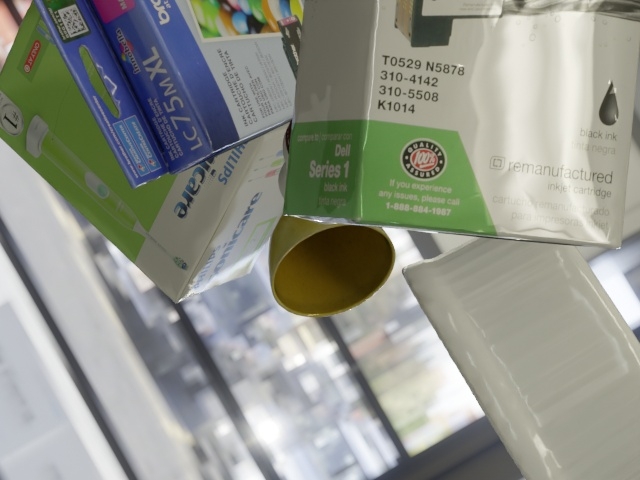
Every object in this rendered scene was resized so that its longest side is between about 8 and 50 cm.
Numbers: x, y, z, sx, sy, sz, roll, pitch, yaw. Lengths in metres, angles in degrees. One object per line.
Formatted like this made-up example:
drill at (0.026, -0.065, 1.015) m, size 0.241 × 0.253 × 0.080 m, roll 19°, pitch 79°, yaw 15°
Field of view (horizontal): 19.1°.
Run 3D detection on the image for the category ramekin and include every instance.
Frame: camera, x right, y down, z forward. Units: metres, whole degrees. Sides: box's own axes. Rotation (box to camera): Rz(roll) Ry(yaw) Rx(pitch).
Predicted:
ramekin at (0.196, 0.108, 1.612) m, size 0.277 × 0.135 × 0.277 m, roll 59°, pitch 2°, yaw -4°

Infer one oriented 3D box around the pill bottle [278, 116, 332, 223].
pill bottle at (0.023, -0.082, 1.381) m, size 0.086 × 0.086 × 0.152 m, roll 60°, pitch -37°, yaw 24°

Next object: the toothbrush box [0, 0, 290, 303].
toothbrush box at (-0.157, -0.116, 1.788) m, size 0.283 × 0.206 × 0.122 m, roll 42°, pitch 34°, yaw 20°

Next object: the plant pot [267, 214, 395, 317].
plant pot at (0.000, 0.000, 1.983) m, size 0.134 × 0.134 × 0.095 m, roll 62°, pitch 4°, yaw -48°

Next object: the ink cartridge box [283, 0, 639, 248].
ink cartridge box at (0.078, -0.112, 0.986) m, size 0.092 × 0.160 × 0.219 m, roll -174°, pitch -91°, yaw -66°

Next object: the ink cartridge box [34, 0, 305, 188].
ink cartridge box at (-0.087, -0.172, 1.582) m, size 0.311 × 0.065 × 0.186 m, roll -29°, pitch 94°, yaw -50°
